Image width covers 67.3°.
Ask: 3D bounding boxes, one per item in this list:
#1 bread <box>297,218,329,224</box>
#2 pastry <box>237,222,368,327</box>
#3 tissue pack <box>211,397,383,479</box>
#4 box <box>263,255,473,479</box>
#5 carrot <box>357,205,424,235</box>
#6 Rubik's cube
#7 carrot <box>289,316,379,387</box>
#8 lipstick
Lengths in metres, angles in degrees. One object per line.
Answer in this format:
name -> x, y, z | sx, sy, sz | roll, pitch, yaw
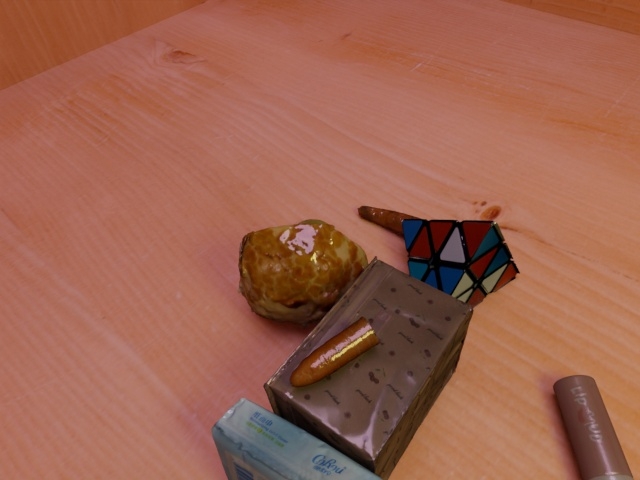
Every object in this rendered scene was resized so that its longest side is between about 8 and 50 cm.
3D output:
bread -> 0.000, 0.000, 1.115 | 0.188, 0.065, 0.149 | 8, 44, 14
pastry -> -0.038, 0.081, 0.940 | 0.256, 0.237, 0.170 | 5, 67, 7
tissue pack -> -0.024, 0.354, 0.687 | 0.263, 0.177, 0.089 | 15, 39, 32
box -> 0.089, 0.225, 0.791 | 0.190, 0.225, 0.297 | 29, 57, 27
carrot -> 0.179, -0.044, 1.147 | 0.210, 0.061, 0.061 | 23, 53, 28
Rubik's cube -> 0.270, -0.001, 0.939 | 0.284, 0.234, 0.250 | -24, 67, -18
carrot -> 0.017, 0.162, 0.673 | 0.139, 0.048, 0.048 | -31, 53, -17
lipstick -> 0.441, 0.345, 0.758 | 0.070, 0.070, 0.254 | -1, 48, 3
